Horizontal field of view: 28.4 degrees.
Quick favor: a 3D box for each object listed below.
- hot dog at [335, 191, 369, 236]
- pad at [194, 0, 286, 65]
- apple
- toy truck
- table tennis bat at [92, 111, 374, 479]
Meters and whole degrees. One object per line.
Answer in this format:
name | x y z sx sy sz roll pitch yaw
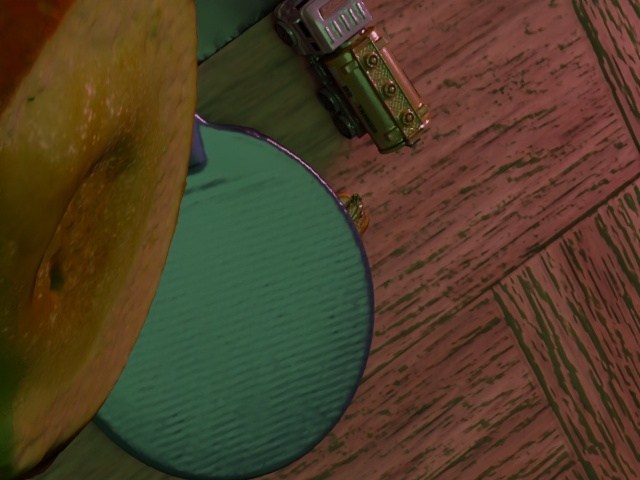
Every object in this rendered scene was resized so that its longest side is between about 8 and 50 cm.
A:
hot dog | 0.000 0.000 0.880 0.083 0.021 0.037 -44 101 -12
pad | -0.138 -0.217 0.799 0.170 0.006 0.245 -40 110 -15
apple | -0.229 -0.022 0.574 0.374 0.384 0.374 -5 100 -30
toy truck | 0.025 -0.118 0.853 0.052 0.063 0.123 -39 111 -14
table tennis bat | -0.079 0.004 0.825 0.215 0.044 0.329 -18 104 -12
